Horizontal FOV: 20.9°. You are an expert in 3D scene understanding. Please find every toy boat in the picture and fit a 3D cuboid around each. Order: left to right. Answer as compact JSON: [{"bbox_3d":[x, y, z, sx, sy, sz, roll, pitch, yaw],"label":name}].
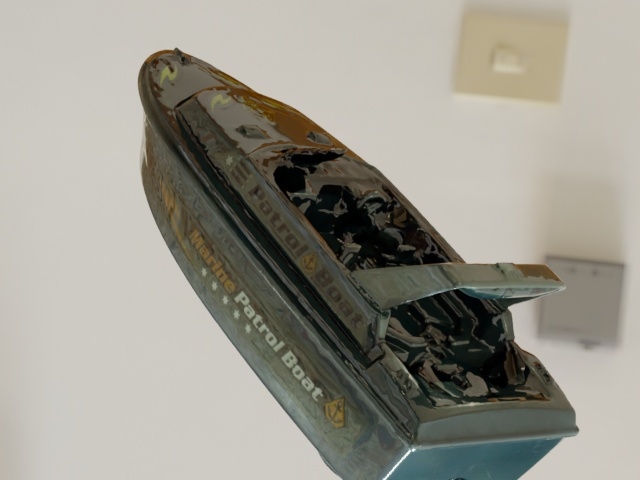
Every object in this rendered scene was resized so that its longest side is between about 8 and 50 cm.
[{"bbox_3d":[0.000,0.000,0.656,0.093,0.246,0.103,2,128,-44],"label":"toy boat"}]
